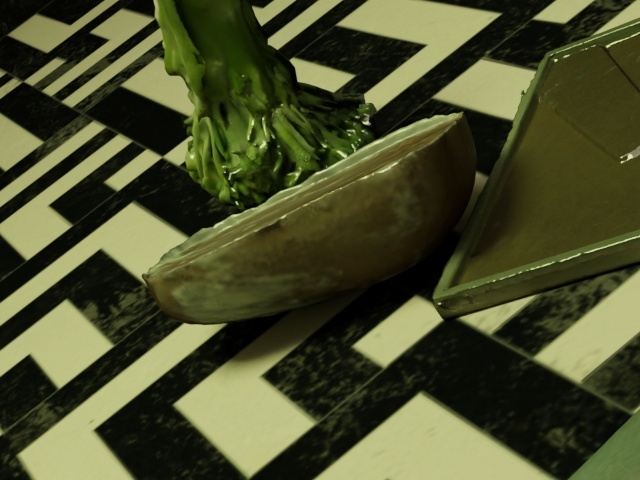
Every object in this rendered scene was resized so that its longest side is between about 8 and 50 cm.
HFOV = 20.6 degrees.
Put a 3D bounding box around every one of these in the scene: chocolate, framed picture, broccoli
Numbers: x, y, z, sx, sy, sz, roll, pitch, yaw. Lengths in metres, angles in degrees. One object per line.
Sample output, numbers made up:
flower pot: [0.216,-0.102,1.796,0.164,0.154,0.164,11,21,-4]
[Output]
chocolate: [0.001,0.001,1.239,0.254,0.080,0.157,-25,9,25]
framed picture: [0.212,-0.076,1.178,0.232,0.024,0.315,-18,28,34]
broccoli: [-0.068,-0.150,1.356,0.145,0.304,0.165,-37,37,-11]

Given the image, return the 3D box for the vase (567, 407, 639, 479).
vase: [0.142,0.153,0.555,0.291,0.245,0.245,-43,23,-5]
